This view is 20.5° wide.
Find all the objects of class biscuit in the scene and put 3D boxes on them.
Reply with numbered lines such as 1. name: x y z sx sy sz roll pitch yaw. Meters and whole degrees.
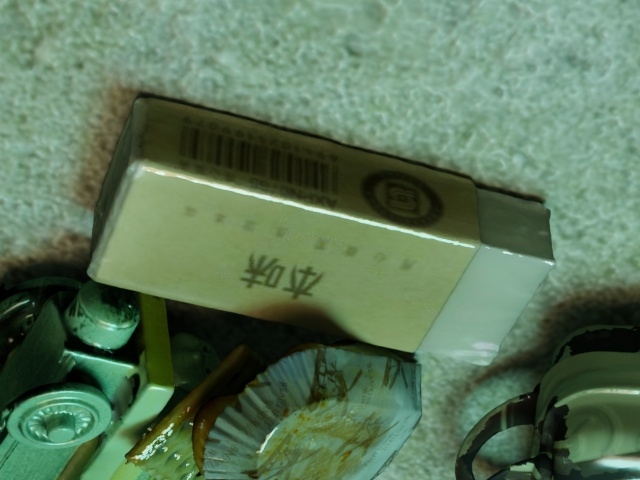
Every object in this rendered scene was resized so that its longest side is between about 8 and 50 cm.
1. biscuit: -0.067 0.172 1.499 0.139 0.016 0.231 -45 150 -2

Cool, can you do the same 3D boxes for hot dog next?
1. hot dog: -0.004 0.145 1.453 0.162 0.082 0.270 -49 154 12

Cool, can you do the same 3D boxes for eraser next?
1. eraser: 0.000 0.000 1.385 0.343 0.078 0.144 13 134 -13

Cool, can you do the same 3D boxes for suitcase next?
1. suitcase: 0.285 0.219 1.527 0.339 0.194 0.351 3 133 5

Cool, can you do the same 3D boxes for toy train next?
1. toy train: -0.205 0.176 1.516 0.237 0.150 0.369 15 133 -27
